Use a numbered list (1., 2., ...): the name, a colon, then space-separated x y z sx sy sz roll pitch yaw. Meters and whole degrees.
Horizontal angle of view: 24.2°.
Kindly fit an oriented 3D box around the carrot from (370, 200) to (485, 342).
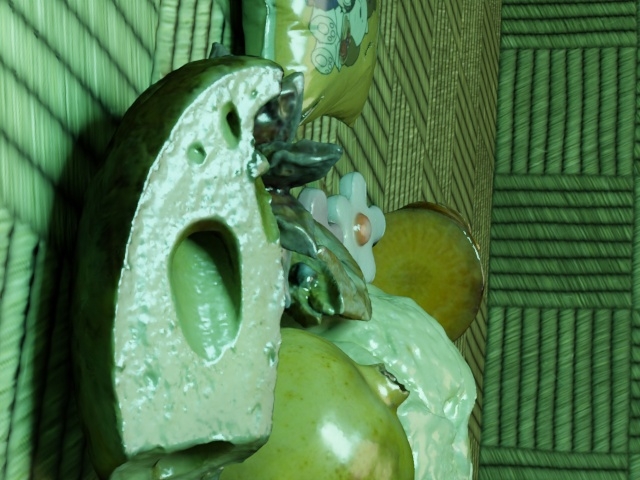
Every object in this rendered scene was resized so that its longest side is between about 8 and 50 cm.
1. carrot: 0.148 0.034 2.048 0.254 0.196 0.196 -37 127 -74

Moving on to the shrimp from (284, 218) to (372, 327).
1. shrimp: -0.007 0.028 1.360 0.077 0.168 0.317 -53 -162 11

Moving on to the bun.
1. bun: 0.043 0.217 1.510 0.352 0.227 0.349 -25 117 -74

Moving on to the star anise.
1. star anise: -0.070 -0.036 1.206 0.089 0.209 0.231 5 104 -37

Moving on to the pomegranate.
1. pomegranate: -0.031 0.187 1.207 0.233 0.233 0.233 1 90 -77

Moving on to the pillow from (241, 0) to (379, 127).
1. pillow: -0.009 -0.258 1.495 0.312 0.119 0.310 -29 115 -73

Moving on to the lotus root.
1. lotus root: -0.115 0.026 1.051 0.210 0.142 0.314 -27 -118 58

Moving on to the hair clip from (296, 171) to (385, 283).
1. hair clip: 0.007 0.001 1.705 0.257 0.075 0.146 -28 123 -70
